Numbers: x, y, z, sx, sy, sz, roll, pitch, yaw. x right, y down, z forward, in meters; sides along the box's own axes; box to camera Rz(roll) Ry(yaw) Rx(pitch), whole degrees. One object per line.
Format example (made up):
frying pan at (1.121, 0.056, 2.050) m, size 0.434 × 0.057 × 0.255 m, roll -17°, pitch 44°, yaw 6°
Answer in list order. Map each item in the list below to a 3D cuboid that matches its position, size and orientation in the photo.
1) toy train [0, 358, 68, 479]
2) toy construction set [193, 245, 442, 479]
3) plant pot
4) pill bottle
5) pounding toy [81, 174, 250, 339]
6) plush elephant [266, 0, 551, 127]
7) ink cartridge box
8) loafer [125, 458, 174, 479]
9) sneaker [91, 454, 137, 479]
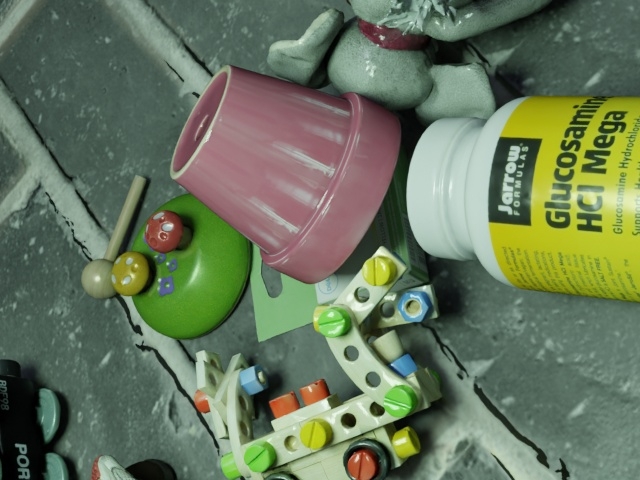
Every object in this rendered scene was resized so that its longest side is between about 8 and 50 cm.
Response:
toy train at (-0.409, 0.319, 1.506) m, size 0.190 × 0.142 × 0.334 m, roll -34°, pitch 58°, yaw 32°
toy construction set at (-0.010, 0.158, 1.267) m, size 0.327 × 0.151 × 0.215 m, roll -26°, pitch 86°, yaw 34°
plant pot at (-0.045, -0.081, 1.235) m, size 0.201 × 0.180 × 0.201 m, roll -51°, pitch 22°, yaw 31°
pill bottle at (0.256, -0.040, 1.123) m, size 0.334 × 0.188 × 0.188 m, roll 5°, pitch 78°, yaw 36°
pounding toy at (-0.207, 0.014, 1.471) m, size 0.237 × 0.110 × 0.183 m, roll 19°, pitch 89°, yaw 38°
plush elephant at (0.094, -0.250, 1.293) m, size 0.255 × 0.272 × 0.330 m, roll -61°, pitch 4°, yaw 48°
ink cartridge box at (0.000, 0.000, 1.374) m, size 0.235 × 0.056 × 0.171 m, roll -21°, pitch 64°, yaw 26°
loafer at (-0.248, 0.354, 1.411) m, size 0.080 × 0.078 × 0.220 m, roll 16°, pitch 84°, yaw 37°
sneaker at (-0.165, 0.316, 1.338) m, size 0.225 × 0.088 × 0.093 m, roll 40°, pitch 57°, yaw 11°
